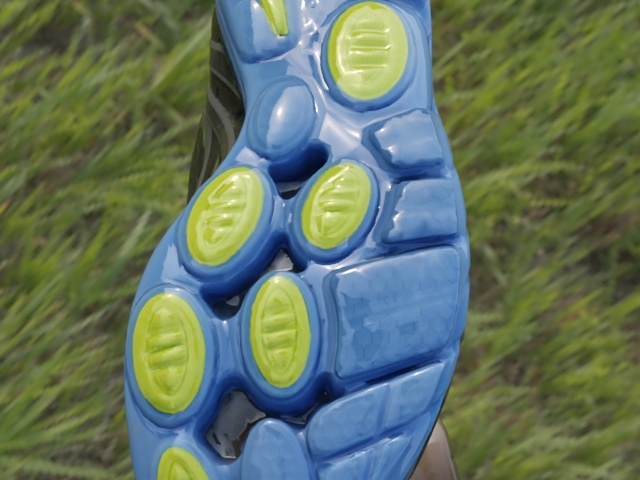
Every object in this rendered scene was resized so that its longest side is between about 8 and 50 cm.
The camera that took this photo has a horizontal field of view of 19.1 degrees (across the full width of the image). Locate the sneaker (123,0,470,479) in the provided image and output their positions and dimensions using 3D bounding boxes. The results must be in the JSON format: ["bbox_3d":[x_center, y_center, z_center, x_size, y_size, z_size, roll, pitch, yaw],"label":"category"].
[{"bbox_3d":[0.000,0.000,0.420,0.067,0.078,0.188,0,47,5],"label":"sneaker"}]

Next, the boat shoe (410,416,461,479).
[{"bbox_3d":[0.001,0.079,0.625,0.072,0.190,0.068,-15,84,-4],"label":"boat shoe"}]
